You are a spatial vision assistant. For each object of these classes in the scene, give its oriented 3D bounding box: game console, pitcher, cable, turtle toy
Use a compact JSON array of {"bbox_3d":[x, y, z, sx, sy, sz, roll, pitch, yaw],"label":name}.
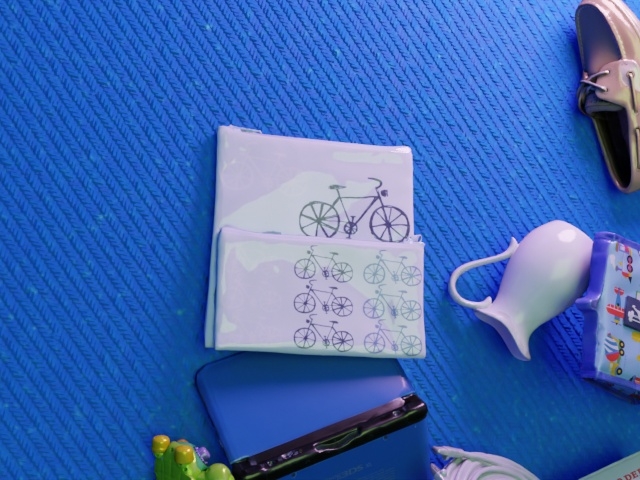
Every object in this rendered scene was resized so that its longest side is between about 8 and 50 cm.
[{"bbox_3d":[-0.007,0.283,1.332,0.293,0.173,0.250,-17,118,-20],"label":"game console"},{"bbox_3d":[0.318,0.056,1.435,0.177,0.125,0.207,40,83,3],"label":"pitcher"},{"bbox_3d":[0.261,0.424,1.301,0.257,0.089,0.257,14,39,-35],"label":"cable"},{"bbox_3d":[-0.174,0.313,1.227,0.066,0.130,0.095,-7,102,-48],"label":"turtle toy"}]

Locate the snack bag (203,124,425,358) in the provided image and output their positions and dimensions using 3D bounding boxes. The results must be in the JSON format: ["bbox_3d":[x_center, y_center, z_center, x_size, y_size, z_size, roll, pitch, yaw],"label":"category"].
[{"bbox_3d":[0.000,0.000,1.341,0.323,0.037,0.343,5,74,-12],"label":"snack bag"}]

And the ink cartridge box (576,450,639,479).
[{"bbox_3d":[0.484,0.460,1.396,0.172,0.100,0.237,-17,69,-22],"label":"ink cartridge box"}]

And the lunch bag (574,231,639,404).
[{"bbox_3d":[0.480,0.126,1.412,0.293,0.138,0.221,21,74,-38],"label":"lunch bag"}]

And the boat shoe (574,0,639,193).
[{"bbox_3d":[0.495,-0.249,1.533,0.110,0.121,0.341,-21,90,-21],"label":"boat shoe"}]
